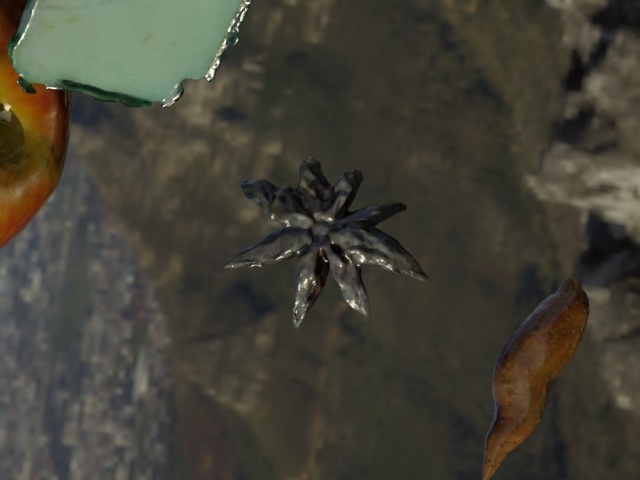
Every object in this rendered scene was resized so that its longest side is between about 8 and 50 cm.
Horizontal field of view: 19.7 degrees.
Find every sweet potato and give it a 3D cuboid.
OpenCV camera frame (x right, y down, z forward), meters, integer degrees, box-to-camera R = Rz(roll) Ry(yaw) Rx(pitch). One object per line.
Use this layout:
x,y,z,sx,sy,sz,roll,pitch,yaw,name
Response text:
0.166,0.114,1.497,0.195,0.056,0.056,-64,12,-14,sweet potato

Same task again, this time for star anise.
0.000,0.000,1.864,0.180,0.204,0.061,-43,-12,-3,star anise

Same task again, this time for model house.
-0.110,-0.172,1.034,0.148,0.119,0.148,-62,32,30,model house

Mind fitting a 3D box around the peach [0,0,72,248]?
-0.439,-0.145,1.855,0.388,0.388,0.388,-171,90,-74,peach
